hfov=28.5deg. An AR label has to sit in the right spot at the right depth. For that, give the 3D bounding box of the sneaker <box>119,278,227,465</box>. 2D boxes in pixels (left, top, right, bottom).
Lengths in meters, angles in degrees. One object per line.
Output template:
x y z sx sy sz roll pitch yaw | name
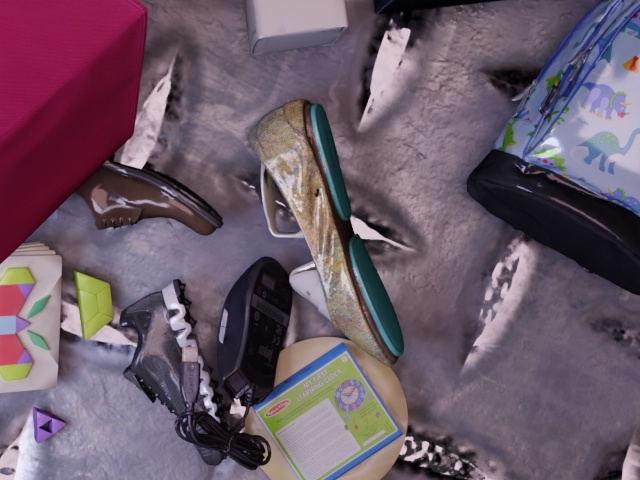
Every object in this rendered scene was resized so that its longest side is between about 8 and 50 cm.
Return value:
-0.185 0.172 1.559 0.106 0.078 0.234 -18 92 -1 | sneaker

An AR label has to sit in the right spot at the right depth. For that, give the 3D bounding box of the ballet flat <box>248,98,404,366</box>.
0.000 0.000 1.569 0.123 0.123 0.349 -20 94 -7 | ballet flat

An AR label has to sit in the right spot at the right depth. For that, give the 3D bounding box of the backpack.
0.395 -0.156 1.561 0.290 0.273 0.355 33 74 0 | backpack

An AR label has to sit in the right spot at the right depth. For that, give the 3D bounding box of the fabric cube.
-0.373 -0.172 1.376 0.259 0.254 0.258 36 61 8 | fabric cube

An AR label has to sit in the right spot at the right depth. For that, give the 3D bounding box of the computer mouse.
-0.116 0.135 1.517 0.060 0.184 0.262 -3 72 33 | computer mouse

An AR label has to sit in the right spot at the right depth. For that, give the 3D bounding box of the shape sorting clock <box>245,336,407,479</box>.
0.008 0.225 1.599 0.206 0.040 0.206 0 92 -4 | shape sorting clock

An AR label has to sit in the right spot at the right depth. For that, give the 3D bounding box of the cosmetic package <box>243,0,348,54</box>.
-0.050 -0.392 1.526 0.113 0.160 0.309 -8 91 -6 | cosmetic package

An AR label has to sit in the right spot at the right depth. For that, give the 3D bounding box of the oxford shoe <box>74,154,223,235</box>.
-0.229 -0.048 1.549 0.227 0.083 0.096 23 90 5 | oxford shoe

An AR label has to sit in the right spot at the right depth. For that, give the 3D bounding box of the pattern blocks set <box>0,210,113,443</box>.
-0.383 0.099 1.502 0.285 0.026 0.325 -18 108 -25 | pattern blocks set

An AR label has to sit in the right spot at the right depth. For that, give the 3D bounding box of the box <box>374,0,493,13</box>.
0.227 -0.462 1.551 0.343 0.179 0.313 -7 93 -8 | box
